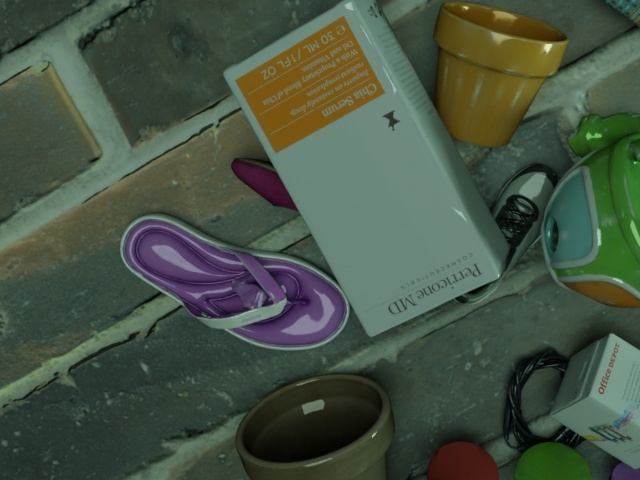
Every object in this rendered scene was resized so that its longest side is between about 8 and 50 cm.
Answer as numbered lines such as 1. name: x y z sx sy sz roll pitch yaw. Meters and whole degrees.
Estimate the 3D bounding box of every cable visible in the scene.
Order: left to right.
1. cable: 0.390 0.277 1.789 0.150 0.047 0.184 7 97 5

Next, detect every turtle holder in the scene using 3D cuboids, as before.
1. turtle holder: 0.452 -0.049 1.617 0.227 0.243 0.320 -26 82 40

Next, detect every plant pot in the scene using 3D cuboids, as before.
1. plant pot: 0.015 0.385 1.765 0.263 0.263 0.229 -14 114 8
2. plant pot: 0.265 -0.258 1.673 0.205 0.205 0.188 16 113 4

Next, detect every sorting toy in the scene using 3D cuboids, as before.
1. sorting toy: 0.361 0.421 1.786 0.365 0.126 0.127 1 60 3

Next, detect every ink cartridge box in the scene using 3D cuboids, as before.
1. ink cartridge box: 0.488 0.260 1.704 0.176 0.127 0.128 33 59 -5

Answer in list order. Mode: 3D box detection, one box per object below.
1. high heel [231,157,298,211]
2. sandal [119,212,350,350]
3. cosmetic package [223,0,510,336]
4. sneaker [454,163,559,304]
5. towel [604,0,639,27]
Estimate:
1. high heel: 0.000 0.000 1.760 0.377 0.127 0.181 25 100 4
2. sandal: -0.156 0.084 1.797 0.416 0.102 0.169 19 99 3
3. cosmetic package: 0.075 -0.114 1.582 0.230 0.161 0.453 -28 96 20
4. sneaker: 0.306 -0.003 1.734 0.100 0.108 0.271 33 98 3
5. towel: 0.640 -0.445 1.597 0.271 0.040 0.370 33 117 -12
